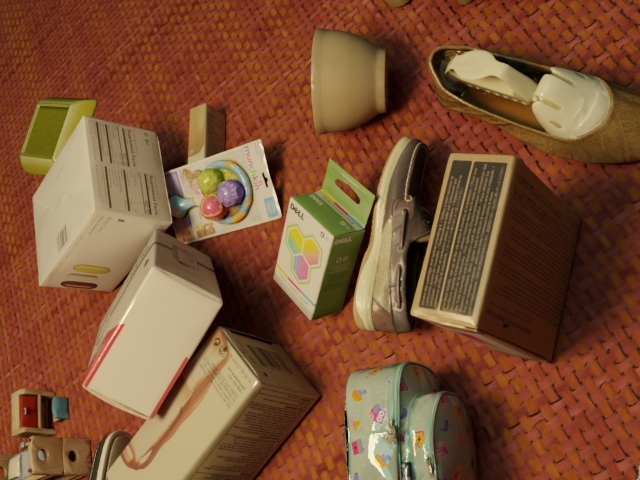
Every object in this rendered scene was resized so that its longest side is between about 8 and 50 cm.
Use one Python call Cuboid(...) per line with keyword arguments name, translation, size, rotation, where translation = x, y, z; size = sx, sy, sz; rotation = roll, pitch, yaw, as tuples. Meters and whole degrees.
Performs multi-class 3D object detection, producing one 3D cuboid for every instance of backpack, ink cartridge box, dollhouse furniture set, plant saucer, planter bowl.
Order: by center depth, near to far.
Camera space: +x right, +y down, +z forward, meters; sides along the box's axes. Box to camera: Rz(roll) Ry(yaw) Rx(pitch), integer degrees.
Cuboid(name="ink cartridge box", translation=(0.215, 0.027, 0.880), size=(0.088, 0.234, 0.193), rotation=(9, 79, 38))
Cuboid(name="backpack", translation=(0.108, 0.243, 0.926), size=(0.144, 0.166, 0.188), rotation=(-22, 66, 27))
Cuboid(name="ink cartridge box", translation=(0.000, 0.000, 1.090), size=(0.109, 0.062, 0.209), rotation=(44, 133, 37))
Cuboid(name="planter bowl", translation=(0.050, -0.246, 1.155), size=(0.109, 0.162, 0.162), rotation=(1, 73, 7))
Cuboid(name="ink cartridge box", translation=(-0.261, 0.119, 1.172), size=(0.207, 0.117, 0.283), rotation=(-59, 16, 4))
Cuboid(name="dollhouse furniture set", translation=(-0.513, 0.348, 1.356), size=(0.129, 0.129, 0.184), rotation=(-26, 61, 26))
Cuboid(name="plant saucer", translation=(-0.599, -0.239, 1.671), size=(0.188, 0.045, 0.188), rotation=(10, 80, 38))

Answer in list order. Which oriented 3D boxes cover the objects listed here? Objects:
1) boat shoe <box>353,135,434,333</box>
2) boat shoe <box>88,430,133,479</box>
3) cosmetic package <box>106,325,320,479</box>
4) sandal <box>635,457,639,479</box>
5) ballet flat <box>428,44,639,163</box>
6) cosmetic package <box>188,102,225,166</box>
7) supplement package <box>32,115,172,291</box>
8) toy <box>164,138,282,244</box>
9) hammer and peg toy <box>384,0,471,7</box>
Cuboid(name="boat shoe", translation=(0.121, -0.006, 1.049), size=(0.092, 0.103, 0.285), rotation=(9, 76, 25))
Cuboid(name="boat shoe", translation=(-0.355, 0.466, 1.214), size=(0.091, 0.114, 0.303), rotation=(-12, 67, 26))
Cuboid(name="cosmetic package", translation=(-0.162, 0.289, 1.114), size=(0.296, 0.153, 0.129), rotation=(-52, 51, 8))
Cuboid(name="sandal", translation=(0.355, 0.310, 0.805), size=(0.067, 0.040, 0.179), rotation=(3, 77, 36))
Cuboid(name="ballet flat", translation=(0.276, -0.193, 0.981), size=(0.342, 0.124, 0.116), rotation=(32, 94, 38))
Cuboid(name="cosmetic package", translation=(-0.207, -0.184, 1.363), size=(0.041, 0.060, 0.115), rotation=(-14, 65, 30))
Cuboid(name="supplement package", translation=(-0.405, -0.057, 1.365), size=(0.262, 0.145, 0.204), rotation=(-42, 53, 40))
Cuboid(name="toy", translation=(-0.190, -0.076, 1.289), size=(0.237, 0.056, 0.137), rotation=(-14, 93, 34))
Cuboid(name="hammer and peg toy", translation=(0.234, -0.491, 1.109), size=(0.361, 0.127, 0.266), rotation=(0, 74, 35))
